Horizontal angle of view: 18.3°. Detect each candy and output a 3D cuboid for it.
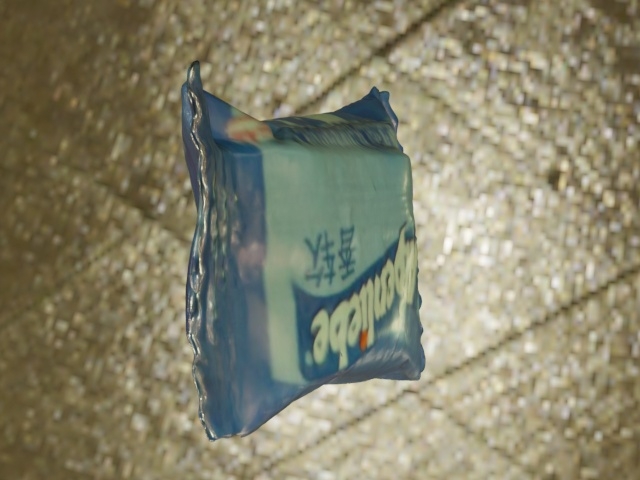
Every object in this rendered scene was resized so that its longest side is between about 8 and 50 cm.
[{"bbox_3d":[0.000,0.000,1.074,0.077,0.331,0.187,-5,92,23],"label":"candy"}]
